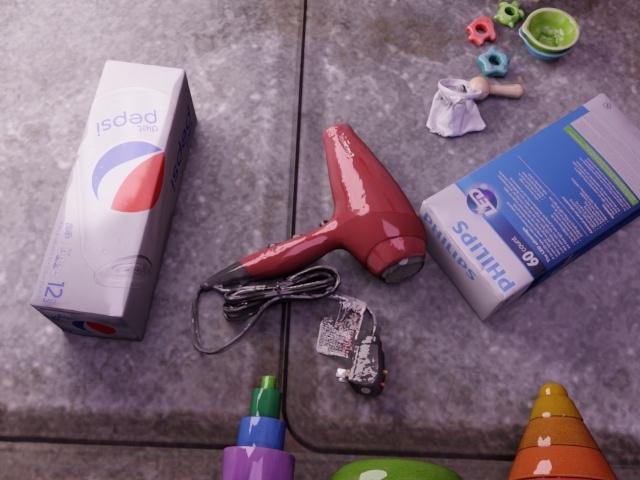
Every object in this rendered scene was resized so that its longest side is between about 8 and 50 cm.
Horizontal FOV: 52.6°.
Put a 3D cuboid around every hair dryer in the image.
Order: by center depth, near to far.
[{"bbox_3d":[0.000,0.000,0.687,0.223,0.080,0.294,17,67,6],"label":"hair dryer"}]

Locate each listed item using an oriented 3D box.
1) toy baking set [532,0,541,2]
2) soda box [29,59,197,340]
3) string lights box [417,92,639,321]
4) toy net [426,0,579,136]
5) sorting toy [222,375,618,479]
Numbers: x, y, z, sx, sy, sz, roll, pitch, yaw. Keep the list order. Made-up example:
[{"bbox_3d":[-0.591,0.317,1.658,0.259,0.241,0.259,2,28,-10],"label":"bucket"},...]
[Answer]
[{"bbox_3d":[0.255,-0.390,0.884,0.196,0.030,0.256,33,62,20],"label":"toy baking set"},{"bbox_3d":[-0.208,-0.046,0.689,0.091,0.098,0.287,8,67,1],"label":"soda box"},{"bbox_3d":[0.247,-0.040,0.714,0.259,0.077,0.133,-30,71,-14],"label":"string lights box"},{"bbox_3d":[0.209,-0.223,0.806,0.232,0.045,0.122,-40,74,-16],"label":"toy net"},{"bbox_3d":[0.097,0.181,0.595,0.365,0.127,0.126,6,61,-1],"label":"sorting toy"}]
